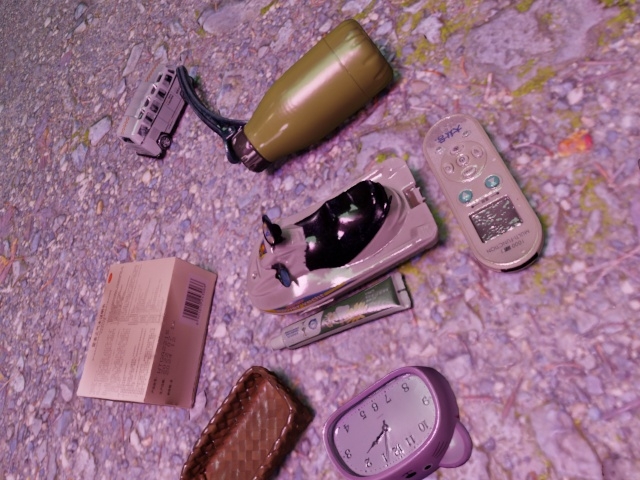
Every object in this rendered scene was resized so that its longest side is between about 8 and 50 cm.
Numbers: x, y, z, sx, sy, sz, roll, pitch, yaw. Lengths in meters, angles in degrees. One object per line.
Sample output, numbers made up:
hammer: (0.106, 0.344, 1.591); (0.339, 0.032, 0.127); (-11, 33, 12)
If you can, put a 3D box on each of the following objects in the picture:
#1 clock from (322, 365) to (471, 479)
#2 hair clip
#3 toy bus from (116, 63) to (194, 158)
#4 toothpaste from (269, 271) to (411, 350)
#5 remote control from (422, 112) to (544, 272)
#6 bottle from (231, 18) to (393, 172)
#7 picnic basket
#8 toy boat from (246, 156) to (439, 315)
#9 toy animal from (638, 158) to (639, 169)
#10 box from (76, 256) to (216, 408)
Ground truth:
clock: (0.079, 0.210, 0.524); (0.152, 0.050, 0.110); (-39, 54, 14)
hair clip: (-0.209, -0.245, 0.896); (0.083, 0.048, 0.275); (-51, 61, 9)
toy bus: (-0.334, -0.268, 0.986); (0.087, 0.089, 0.194); (15, 78, 37)
toothpaste: (0.019, 0.101, 0.626); (0.204, 0.031, 0.049); (-27, 59, 20)
remote control: (0.187, -0.061, 0.576); (0.078, 0.042, 0.222); (-30, 57, 19)
bottle: (-0.022, -0.205, 0.734); (0.260, 0.112, 0.112); (-37, 54, 16)
picnic basket: (-0.095, 0.261, 0.616); (0.110, 0.054, 0.194); (35, 91, 38)
toy boat: (0.007, 0.000, 0.617); (0.269, 0.141, 0.141); (-23, 58, 8)
toy animal: (0.414, -0.088, 0.406); (0.251, 0.127, 0.125); (-30, 43, 3)
box: (-0.269, 0.143, 0.759); (0.167, 0.095, 0.212); (-6, 66, 30)
